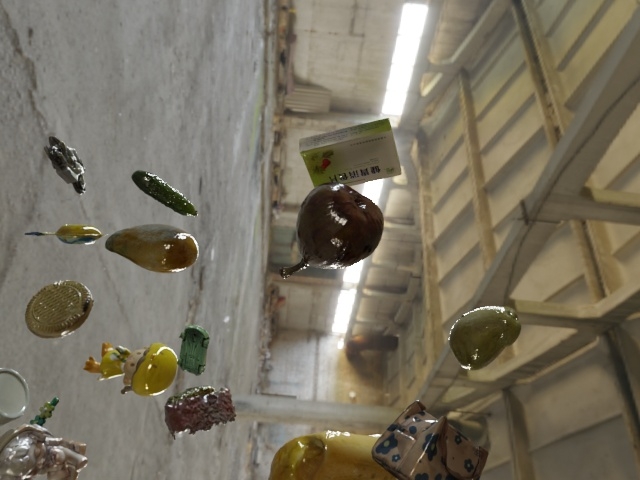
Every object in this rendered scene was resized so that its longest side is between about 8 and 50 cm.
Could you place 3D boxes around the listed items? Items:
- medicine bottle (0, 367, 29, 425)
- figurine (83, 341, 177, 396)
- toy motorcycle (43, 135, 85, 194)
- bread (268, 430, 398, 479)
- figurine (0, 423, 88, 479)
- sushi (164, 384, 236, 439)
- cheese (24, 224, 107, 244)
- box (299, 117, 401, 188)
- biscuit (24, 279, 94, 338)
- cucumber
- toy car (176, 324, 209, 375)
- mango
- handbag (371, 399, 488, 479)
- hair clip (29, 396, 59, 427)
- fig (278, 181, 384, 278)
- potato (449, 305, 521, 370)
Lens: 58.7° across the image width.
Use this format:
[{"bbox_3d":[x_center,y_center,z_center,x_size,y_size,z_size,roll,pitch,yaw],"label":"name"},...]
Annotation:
[{"bbox_3d":[-0.826,0.401,1.336,0.144,0.252,0.144,60,9,-16],"label":"medicine bottle"},{"bbox_3d":[-0.721,0.483,2.207,0.187,0.344,0.215,77,28,-47],"label":"figurine"},{"bbox_3d":[-0.872,-0.270,1.964,0.225,0.073,0.152,74,0,-56],"label":"toy motorcycle"},{"bbox_3d":[0.022,0.762,1.760,0.250,0.394,0.361,-17,-120,58],"label":"bread"},{"bbox_3d":[-0.689,0.522,1.354,0.237,0.141,0.162,39,66,-53],"label":"figurine"},{"bbox_3d":[-0.329,0.424,1.412,0.241,0.161,0.107,2,71,-59],"label":"sushi"},{"bbox_3d":[-0.902,-0.023,2.035,0.177,0.270,0.069,-171,-97,-79],"label":"cheese"},{"bbox_3d":[0.087,-0.237,1.617,0.175,0.261,0.062,66,15,-49],"label":"box"},{"bbox_3d":[-0.965,0.251,2.104,0.079,0.259,0.259,87,5,-48],"label":"biscuit"},{"bbox_3d":[-0.474,-0.141,1.746,0.069,0.227,0.069,-52,-169,15],"label":"cucumber"},{"bbox_3d":[-0.378,0.328,1.725,0.058,0.093,0.186,-57,163,-60],"label":"toy car"},{"bbox_3d":[-0.562,0.023,1.909,0.193,0.316,0.146,-66,159,-60],"label":"mango"},{"bbox_3d":[0.281,0.542,1.428,0.193,0.251,0.190,-54,-156,-17],"label":"handbag"},{"bbox_3d":[-0.784,0.514,1.578,0.173,0.049,0.049,-59,179,-7],"label":"hair clip"},{"bbox_3d":[0.000,0.000,1.414,0.321,0.217,0.217,-41,-147,39],"label":"fig"},{"bbox_3d":[0.440,0.252,1.515,0.194,0.157,0.157,-36,-149,29],"label":"potato"}]
